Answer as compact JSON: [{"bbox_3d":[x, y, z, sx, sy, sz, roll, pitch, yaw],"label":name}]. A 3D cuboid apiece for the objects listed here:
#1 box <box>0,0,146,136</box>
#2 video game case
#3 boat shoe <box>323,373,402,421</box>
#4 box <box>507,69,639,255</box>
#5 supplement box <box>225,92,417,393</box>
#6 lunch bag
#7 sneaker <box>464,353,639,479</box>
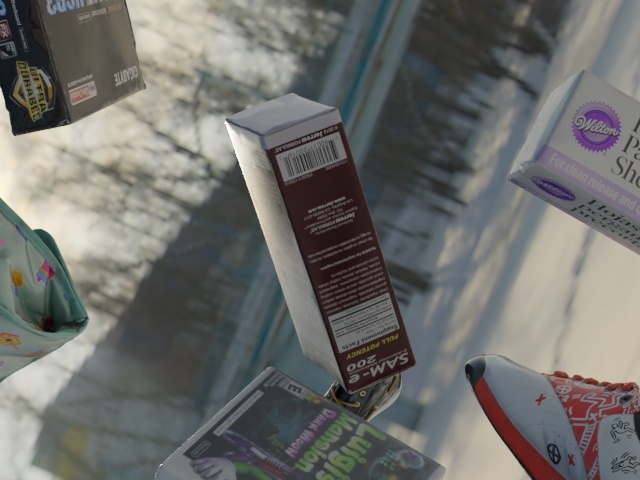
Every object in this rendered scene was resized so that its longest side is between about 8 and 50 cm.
[{"bbox_3d":[-0.282,-0.276,1.680,0.295,0.073,0.293,-49,-54,-74],"label":"box"},{"bbox_3d":[-0.010,0.182,1.248,0.190,0.173,0.022,-38,-26,-58],"label":"video game case"},{"bbox_3d":[0.023,0.188,1.816,0.183,0.065,0.083,-43,-26,-25],"label":"boat shoe"},{"bbox_3d":[0.267,0.012,0.936,0.067,0.324,0.063,-61,5,-11],"label":"box"},{"bbox_3d":[0.000,0.000,1.396,0.130,0.073,0.239,-148,39,-69],"label":"supplement box"},{"bbox_3d":[-0.424,0.060,1.865,0.223,0.262,0.160,-29,31,34],"label":"lunch bag"},{"bbox_3d":[0.209,0.131,1.101,0.145,0.090,0.270,-36,31,1],"label":"sneaker"}]
